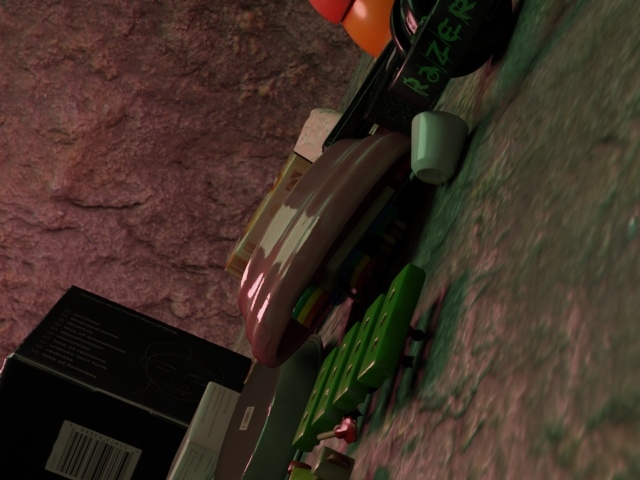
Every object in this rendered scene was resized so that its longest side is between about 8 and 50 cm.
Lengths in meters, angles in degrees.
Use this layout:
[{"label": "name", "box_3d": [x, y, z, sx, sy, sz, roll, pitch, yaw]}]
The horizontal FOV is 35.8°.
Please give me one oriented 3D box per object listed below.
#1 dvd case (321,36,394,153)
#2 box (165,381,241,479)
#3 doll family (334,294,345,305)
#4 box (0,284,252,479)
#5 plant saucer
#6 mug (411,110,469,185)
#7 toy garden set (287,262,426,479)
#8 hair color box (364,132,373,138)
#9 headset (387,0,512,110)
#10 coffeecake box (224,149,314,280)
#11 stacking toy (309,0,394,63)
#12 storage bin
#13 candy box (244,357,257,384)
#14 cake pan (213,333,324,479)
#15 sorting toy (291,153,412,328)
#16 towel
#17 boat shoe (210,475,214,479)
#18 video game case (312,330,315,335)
[{"label": "dvd case", "box_3d": [0.064, -0.199, 1.589, 0.221, 0.018, 0.164, -57, -13, -17]}, {"label": "box", "box_3d": [-0.181, 0.371, 1.665, 0.182, 0.119, 0.181, -77, 12, -66]}, {"label": "doll family", "box_3d": [0.016, -0.033, 1.503, 0.163, 0.118, 0.263, -107, 41, -82]}, {"label": "box", "box_3d": [-0.427, 0.368, 2.145, 0.472, 0.480, 0.297, -86, 20, -75]}, {"label": "plant saucer", "box_3d": [0.000, 0.000, 1.233, 0.332, 0.084, 0.332, -55, -10, -14]}, {"label": "mug", "box_3d": [0.130, -0.093, 1.073, 0.062, 0.078, 0.064, -12, 56, 42]}, {"label": "toy garden set", "box_3d": [0.030, 0.163, 0.929, 0.204, 0.049, 0.244, -67, 6, -32]}, {"label": "hair color box", "box_3d": [0.063, -0.085, 1.624, 0.167, 0.053, 0.093, -63, 5, 16]}, {"label": "headset", "box_3d": [0.146, -0.311, 1.085, 0.243, 0.185, 0.394, -61, 1, 42]}, {"label": "coffeecake box", "box_3d": [-0.058, -0.030, 1.400, 0.185, 0.068, 0.142, -58, 7, 4]}, {"label": "stacking toy", "box_3d": [0.016, -0.597, 2.012, 0.350, 0.480, 0.351, -155, 90, -85]}, {"label": "storage bin", "box_3d": [0.140, -0.252, 1.439, 0.122, 0.084, 0.180, -75, 11, -58]}, {"label": "candy box", "box_3d": [-0.079, 0.185, 1.844, 0.109, 0.053, 0.187, 129, 165, -70]}, {"label": "cake pan", "box_3d": [-0.079, 0.259, 1.367, 0.293, 0.054, 0.293, -157, 90, -79]}, {"label": "sorting toy", "box_3d": [0.056, 0.016, 1.175, 0.274, 0.046, 0.132, -53, -10, -27]}, {"label": "towel", "box_3d": [-0.006, -0.095, 1.840, 0.317, 0.053, 0.332, -66, 24, 1]}, {"label": "boat shoe", "box_3d": [-0.181, 0.452, 1.545, 0.219, 0.077, 0.070, -63, 5, 14]}, {"label": "video game case", "box_3d": [-0.040, 0.066, 1.570, 0.015, 0.166, 0.119, -7, 45, 29]}]
